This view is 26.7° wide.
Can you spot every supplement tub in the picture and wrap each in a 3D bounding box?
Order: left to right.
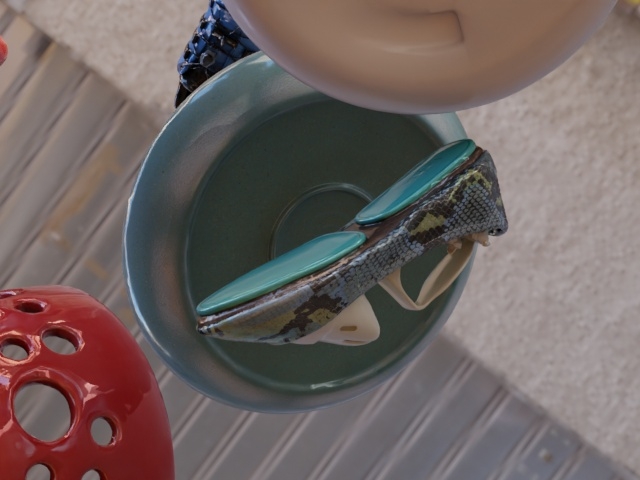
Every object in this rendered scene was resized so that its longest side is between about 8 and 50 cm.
[{"bbox_3d":[0.060,-0.228,0.824,0.241,0.241,0.331,-53,9,18],"label":"supplement tub"}]

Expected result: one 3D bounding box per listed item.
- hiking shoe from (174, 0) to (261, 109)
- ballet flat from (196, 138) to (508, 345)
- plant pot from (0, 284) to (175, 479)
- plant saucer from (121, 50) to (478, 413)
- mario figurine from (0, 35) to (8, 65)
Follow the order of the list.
[{"bbox_3d":[-0.102,-0.224,1.581,0.132,0.113,0.304,-55,-3,-20],"label":"hiking shoe"},{"bbox_3d":[0.026,0.016,0.678,0.188,0.070,0.070,-32,-8,-24],"label":"ballet flat"},{"bbox_3d":[-0.203,0.127,0.735,0.174,0.191,0.191,-8,-34,-44],"label":"plant pot"},{"bbox_3d":[0.000,0.000,1.080,0.318,0.317,0.043,-53,31,-1],"label":"plant saucer"},{"bbox_3d":[-0.439,-0.248,1.323,0.170,0.321,0.198,-19,1,40],"label":"mario figurine"}]
